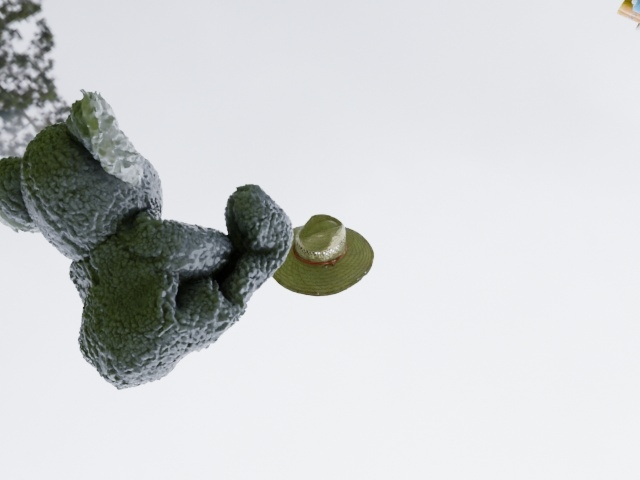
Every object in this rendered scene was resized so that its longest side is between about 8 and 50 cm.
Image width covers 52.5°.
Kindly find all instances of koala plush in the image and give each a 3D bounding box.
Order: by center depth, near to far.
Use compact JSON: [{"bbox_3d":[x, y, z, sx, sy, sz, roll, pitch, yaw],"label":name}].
[{"bbox_3d":[-0.173,-0.011,0.563,0.196,0.221,0.203,-20,-155,33],"label":"koala plush"}]

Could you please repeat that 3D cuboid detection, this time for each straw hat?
[{"bbox_3d":[0.000,0.000,0.830,0.145,0.061,0.144,1,-137,-1],"label":"straw hat"}]

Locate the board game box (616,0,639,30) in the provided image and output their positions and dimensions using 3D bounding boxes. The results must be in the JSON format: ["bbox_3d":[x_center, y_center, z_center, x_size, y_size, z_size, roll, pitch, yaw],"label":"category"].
[{"bbox_3d":[0.466,-0.435,0.740,0.050,0.389,0.390,27,-155,12],"label":"board game box"}]
